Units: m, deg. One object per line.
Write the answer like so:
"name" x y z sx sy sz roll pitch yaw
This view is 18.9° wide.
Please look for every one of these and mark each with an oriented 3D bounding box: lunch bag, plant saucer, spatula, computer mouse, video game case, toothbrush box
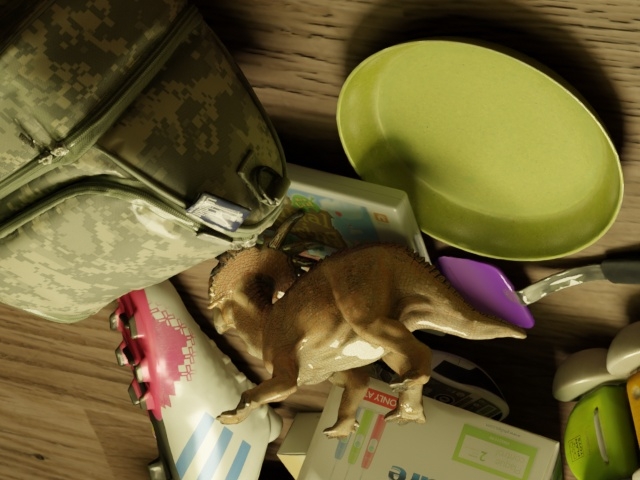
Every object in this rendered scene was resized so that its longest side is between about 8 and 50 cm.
"lunch bag" -0.194 -0.071 1.591 0.256 0.212 0.305 46 139 -16
"plant saucer" 0.130 -0.079 1.532 0.241 0.037 0.241 17 142 14
"spatula" 0.218 0.033 1.616 0.296 0.030 0.084 -9 128 40
"computer mouse" 0.088 0.115 1.740 0.193 0.042 0.106 27 143 -23
"video game case" 0.000 0.000 1.687 0.212 0.023 0.193 15 150 27
"toothbrush box" 0.109 0.230 1.767 0.206 0.122 0.283 18 168 14

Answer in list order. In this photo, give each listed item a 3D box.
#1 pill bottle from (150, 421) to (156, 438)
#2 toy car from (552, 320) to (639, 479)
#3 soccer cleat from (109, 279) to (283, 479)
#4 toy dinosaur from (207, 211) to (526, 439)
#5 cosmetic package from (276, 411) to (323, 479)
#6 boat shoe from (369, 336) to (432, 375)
"pill bottle" -0.159 0.176 2.023 0.043 0.043 0.083 17 143 15
"toy car" 0.293 0.161 1.653 0.136 0.159 0.182 4 156 -33
"soccer cleat" -0.117 0.155 1.935 0.116 0.143 0.331 -132 28 -57
"toy dinosaur" 0.014 0.053 1.616 0.295 0.200 0.127 -14 156 21
"cosmetic package" 0.007 0.234 1.973 0.041 0.060 0.115 -5 131 37
"boat shoe" 0.064 0.107 1.793 0.135 0.045 0.050 39 143 -15
